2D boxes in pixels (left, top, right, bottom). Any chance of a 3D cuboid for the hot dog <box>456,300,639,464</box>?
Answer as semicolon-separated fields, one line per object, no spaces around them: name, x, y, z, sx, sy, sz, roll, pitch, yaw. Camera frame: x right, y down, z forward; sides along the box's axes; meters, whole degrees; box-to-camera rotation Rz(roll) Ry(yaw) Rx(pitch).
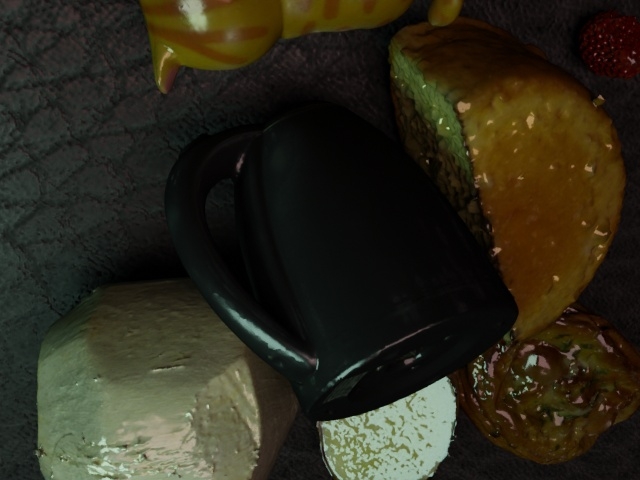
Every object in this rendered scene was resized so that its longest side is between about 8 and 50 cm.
hot dog;0.277;0.167;1.027;0.272;0.122;0.196;39;102;-24

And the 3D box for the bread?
bread;0.197;-0.074;0.859;0.179;0.194;0.340;-23;120;-7

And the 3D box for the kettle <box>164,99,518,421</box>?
kettle;0.000;0.000;0.787;0.268;0.290;0.207;-11;154;-34

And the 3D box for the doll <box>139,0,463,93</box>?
doll;-0.032;-0.240;0.747;0.270;0.162;0.166;-18;115;-4

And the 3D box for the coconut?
coconut;-0.137;0.160;0.840;0.247;0.245;0.245;-3;113;-7

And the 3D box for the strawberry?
strawberry;0.313;-0.201;0.903;0.073;0.083;0.073;-10;123;-16

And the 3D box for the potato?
potato;0.087;0.204;1.003;0.164;0.081;0.200;29;110;15
